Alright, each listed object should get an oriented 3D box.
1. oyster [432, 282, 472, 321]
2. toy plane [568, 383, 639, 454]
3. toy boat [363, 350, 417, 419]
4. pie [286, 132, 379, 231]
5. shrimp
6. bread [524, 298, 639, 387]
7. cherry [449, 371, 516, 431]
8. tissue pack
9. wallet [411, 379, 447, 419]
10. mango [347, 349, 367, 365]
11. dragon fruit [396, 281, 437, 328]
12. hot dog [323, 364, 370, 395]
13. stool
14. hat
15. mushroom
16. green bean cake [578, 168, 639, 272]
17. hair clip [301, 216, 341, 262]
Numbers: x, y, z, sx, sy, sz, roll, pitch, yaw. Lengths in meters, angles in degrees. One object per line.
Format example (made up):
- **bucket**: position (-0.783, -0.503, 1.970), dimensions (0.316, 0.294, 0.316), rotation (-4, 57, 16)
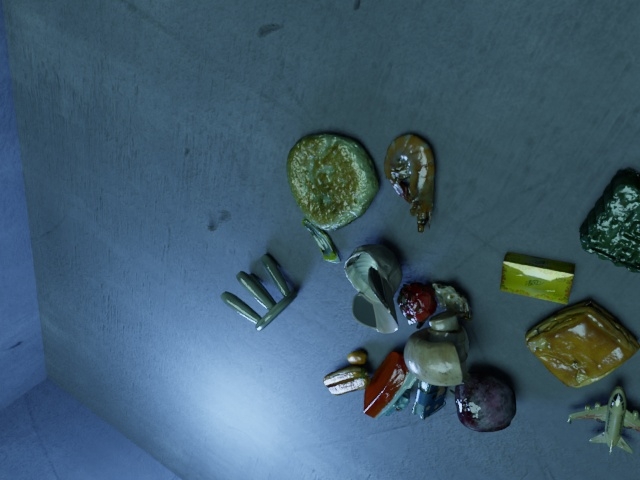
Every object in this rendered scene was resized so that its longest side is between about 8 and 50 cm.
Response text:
- **oyster**: position (0.405, 0.183, 1.514), dimensions (0.103, 0.051, 0.148), rotation (-16, 107, 55)
- **toy plane**: position (0.822, 0.495, 1.409), dimensions (0.228, 0.092, 0.245), rotation (7, 118, 31)
- **toy boat**: position (0.266, 0.489, 1.723), dimensions (0.133, 0.145, 0.332), rotation (19, 130, -7)
- **pie**: position (0.025, -0.183, 1.533), dimensions (0.323, 0.070, 0.323), rotation (15, 120, 27)
- **shrimp**: position (0.248, -0.155, 1.413), dimensions (0.152, 0.063, 0.287), rotation (8, 116, 31)
- **bread**: position (0.699, 0.286, 1.360), dimensions (0.210, 0.099, 0.235), rotation (44, 130, 3)
- **cherry**: position (0.504, 0.493, 1.551), dimensions (0.195, 0.195, 0.195), rotation (15, 123, 24)
- **tissue pack**: position (0.579, 0.100, 1.354), dimensions (0.175, 0.062, 0.095), rotation (11, 121, 25)
- **wallet**: position (0.370, 0.484, 1.650), dimensions (0.059, 0.141, 0.202), rotation (37, 135, 43)
- **mango**: position (0.130, 0.424, 1.824), dimensions (0.089, 0.046, 0.060), rotation (-18, 113, 49)
- **dragon fruit**: position (0.291, 0.193, 1.541), dimensions (0.121, 0.142, 0.130), rotation (30, 85, 8)
- **hot dog**: position (0.104, 0.511, 1.865), dimensions (0.104, 0.076, 0.250), rotation (44, 138, -6)
- **stool**: position (-0.216, 0.195, 1.811), dimensions (0.198, 0.195, 0.195), rotation (44, 130, 6)
- **hat**: position (0.178, 0.140, 1.519), dimensions (0.232, 0.160, 0.275), rotation (101, 156, -59)
- **mushroom**: position (0.339, 0.318, 1.494), dimensions (0.188, 0.253, 0.195), rotation (-12, 95, 17)
- **green bean cake**: position (0.728, -0.037, 1.158), dimensions (0.193, 0.107, 0.208), rotation (28, 126, 17)
- **hair clip**: position (0.000, 0.000, 1.670), dimensions (0.060, 0.033, 0.188), rotation (-27, 103, 41)
